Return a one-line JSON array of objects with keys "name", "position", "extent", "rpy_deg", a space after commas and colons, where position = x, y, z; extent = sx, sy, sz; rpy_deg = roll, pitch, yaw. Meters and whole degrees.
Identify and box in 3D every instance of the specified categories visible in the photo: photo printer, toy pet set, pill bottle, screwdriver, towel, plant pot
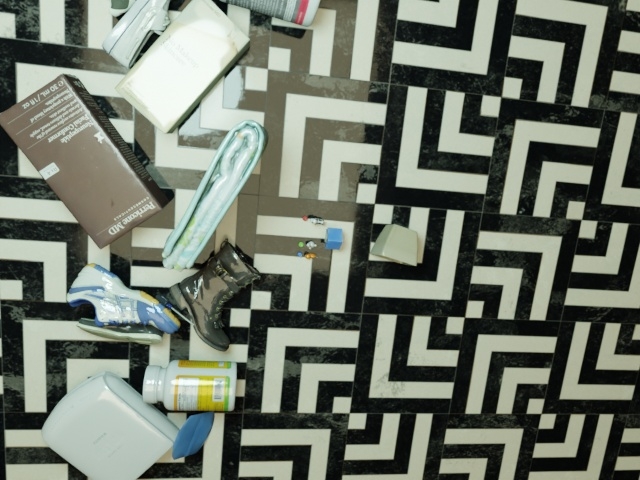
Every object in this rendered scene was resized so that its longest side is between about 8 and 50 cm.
[{"name": "photo printer", "position": [-0.595, 0.534, 1.409], "extent": [0.256, 0.107, 0.307], "rpy_deg": [-41, 105, 1]}, {"name": "toy pet set", "position": [0.000, 0.000, 1.404], "extent": [0.114, 0.065, 0.122], "rpy_deg": [5, 102, -10]}, {"name": "pill bottle", "position": [-0.362, 0.405, 1.402], "extent": [0.245, 0.136, 0.136], "rpy_deg": [4, 102, -10]}, {"name": "screwdriver", "position": [-0.394, 0.187, 1.347], "extent": [0.024, 0.170, 0.025], "rpy_deg": [-57, 141, -8]}, {"name": "pill bottle", "position": [-0.152, -0.637, 1.178], "extent": [0.318, 0.176, 0.176], "rpy_deg": [12, 100, -12]}, {"name": "towel", "position": [-0.247, -0.121, 1.207], "extent": [0.090, 0.320, 0.374], "rpy_deg": [32, 97, -12]}, {"name": "plant pot", "position": [0.218, 0.010, 1.425], "extent": [0.109, 0.109, 0.096], "rpy_deg": [17, 88, -12]}]

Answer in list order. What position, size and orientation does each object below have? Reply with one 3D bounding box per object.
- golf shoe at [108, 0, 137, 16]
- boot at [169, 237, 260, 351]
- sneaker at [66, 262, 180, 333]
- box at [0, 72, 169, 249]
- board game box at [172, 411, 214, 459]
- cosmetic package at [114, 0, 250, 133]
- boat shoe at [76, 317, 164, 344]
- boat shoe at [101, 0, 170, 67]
[{"name": "golf shoe", "position": [-0.536, -0.655, 1.155], "extent": [0.120, 0.105, 0.273], "rpy_deg": [-43, 105, 10]}, {"name": "boot", "position": [-0.263, 0.155, 1.385], "extent": [0.229, 0.091, 0.263], "rpy_deg": [-34, 103, 0]}, {"name": "sneaker", "position": [-0.517, 0.185, 1.313], "extent": [0.296, 0.112, 0.131], "rpy_deg": [29, 66, 1]}, {"name": "box", "position": [-0.572, -0.190, 1.235], "extent": [0.191, 0.143, 0.381], "rpy_deg": [-34, 107, -1]}, {"name": "board game box", "position": [-0.377, 0.554, 1.443], "extent": [0.033, 0.168, 0.133], "rpy_deg": [21, 88, 26]}, {"name": "cosmetic package", "position": [-0.333, -0.429, 1.231], "extent": [0.160, 0.113, 0.309], "rpy_deg": [41, 95, -15]}, {"name": "boat shoe", "position": [-0.546, 0.234, 1.377], "extent": [0.233, 0.084, 0.079], "rpy_deg": [7, 64, -4]}, {"name": "boat shoe", "position": [-0.408, -0.534, 1.205], "extent": [0.088, 0.096, 0.267], "rpy_deg": [43, 94, -19]}]
